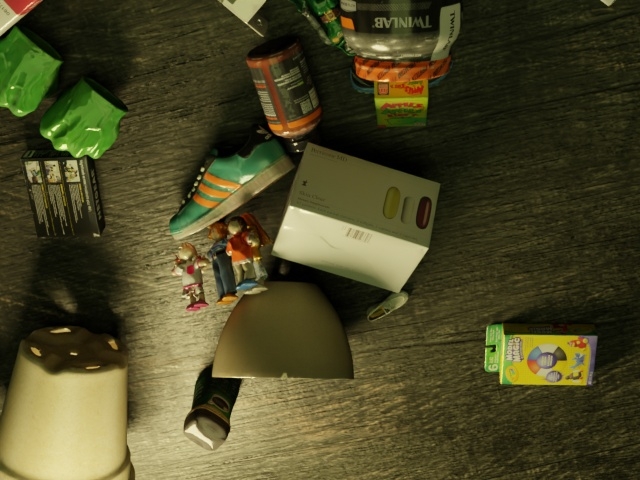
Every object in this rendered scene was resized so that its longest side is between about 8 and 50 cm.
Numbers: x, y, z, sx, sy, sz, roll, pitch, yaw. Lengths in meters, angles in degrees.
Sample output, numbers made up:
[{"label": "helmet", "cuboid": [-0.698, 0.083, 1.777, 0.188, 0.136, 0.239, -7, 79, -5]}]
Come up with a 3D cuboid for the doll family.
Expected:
[{"label": "doll family", "cuboid": [-0.177, 0.034, 1.935, 0.118, 0.163, 0.263, 4, 160, -44]}]

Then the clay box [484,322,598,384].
[{"label": "clay box", "cuboid": [0.459, 0.238, 2.063, 0.222, 0.053, 0.127, -1, 117, 4]}]

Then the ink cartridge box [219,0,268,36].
[{"label": "ink cartridge box", "cuboid": [-0.146, -0.446, 1.716, 0.180, 0.104, 0.060, 38, 113, -15]}]

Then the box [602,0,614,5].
[{"label": "box", "cuboid": [0.391, -0.516, 1.551, 0.231, 0.262, 0.127, 34, 116, -14]}]

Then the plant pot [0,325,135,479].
[{"label": "plant pot", "cuboid": [-0.538, 0.359, 2.077, 0.334, 0.334, 0.305, 11, 107, -2]}]

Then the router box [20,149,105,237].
[{"label": "router box", "cuboid": [-0.511, -0.092, 1.963, 0.133, 0.046, 0.179, -1, 118, 4]}]

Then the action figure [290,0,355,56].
[{"label": "action figure", "cuboid": [0.004, -0.425, 1.744, 0.137, 0.063, 0.232, -29, 116, 14]}]

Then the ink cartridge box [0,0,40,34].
[{"label": "ink cartridge box", "cuboid": [-0.644, -0.449, 1.738, 0.306, 0.131, 0.226, -34, 111, 18]}]

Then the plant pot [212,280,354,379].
[{"label": "plant pot", "cuboid": [-0.072, 0.182, 1.979, 0.284, 0.284, 0.191, 1, 82, 4]}]

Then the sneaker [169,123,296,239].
[{"label": "sneaker", "cuboid": [-0.192, -0.114, 1.906, 0.302, 0.108, 0.121, -32, 93, 24]}]

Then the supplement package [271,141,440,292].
[{"label": "supplement package", "cuboid": [0.063, -0.039, 1.849, 0.262, 0.145, 0.204, 16, 150, -5]}]

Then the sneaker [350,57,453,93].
[{"label": "sneaker", "cuboid": [0.146, -0.313, 1.786, 0.188, 0.067, 0.078, -4, 121, 8]}]

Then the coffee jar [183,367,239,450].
[{"label": "coffee jar", "cuboid": [-0.233, 0.361, 2.104, 0.096, 0.184, 0.079, 37, 114, -14]}]

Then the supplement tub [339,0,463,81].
[{"label": "supplement tub", "cuboid": [0.131, -0.444, 1.624, 0.207, 0.207, 0.338, -2, 112, 5]}]

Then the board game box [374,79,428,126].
[{"label": "board game box", "cuboid": [0.145, -0.247, 1.762, 0.092, 0.181, 0.043, -1, 82, 5]}]

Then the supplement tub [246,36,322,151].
[{"label": "supplement tub", "cuboid": [-0.059, -0.264, 1.806, 0.106, 0.106, 0.198, -13, 116, 11]}]

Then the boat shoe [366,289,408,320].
[{"label": "boat shoe", "cuboid": [0.139, 0.138, 2.043, 0.100, 0.035, 0.035, -28, 112, 18]}]

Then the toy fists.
[{"label": "toy fists", "cuboid": [-0.501, -0.269, 1.844, 0.279, 0.096, 0.142, 38, 103, -14]}]
